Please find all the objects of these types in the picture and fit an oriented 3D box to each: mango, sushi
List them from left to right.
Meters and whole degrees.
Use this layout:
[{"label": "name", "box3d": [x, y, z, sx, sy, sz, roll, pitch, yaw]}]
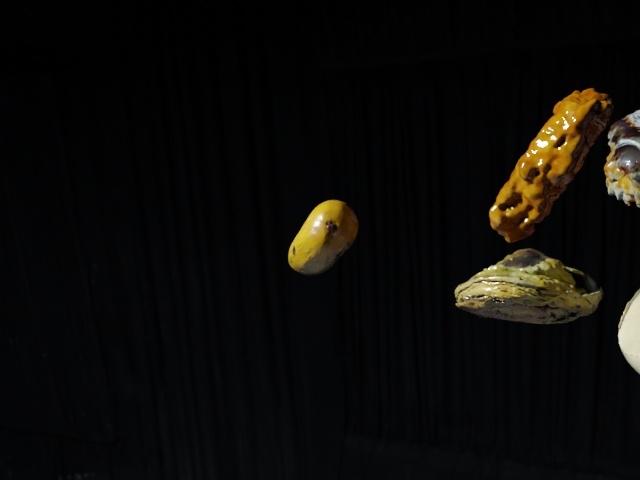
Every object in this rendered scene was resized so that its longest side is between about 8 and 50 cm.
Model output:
[{"label": "mango", "box3d": [0.005, 0.003, 1.705, 0.177, 0.120, 0.295, -53, -1, -22]}, {"label": "sushi", "box3d": [0.891, -0.210, 1.692, 0.417, 0.176, 0.417, -10, 29, 5]}]

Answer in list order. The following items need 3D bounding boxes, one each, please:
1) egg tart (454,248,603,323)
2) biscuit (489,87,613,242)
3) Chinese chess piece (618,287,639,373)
[{"label": "egg tart", "box3d": [0.409, 0.094, 1.409, 0.297, 0.132, 0.297, 5, -20, 2]}, {"label": "biscuit", "box3d": [0.462, -0.156, 1.428, 0.110, 0.318, 0.312, 32, 25, 12]}, {"label": "Chinese chess piece", "box3d": [0.617, 0.131, 1.192, 0.103, 0.250, 0.250, 40, 4, -3]}]
